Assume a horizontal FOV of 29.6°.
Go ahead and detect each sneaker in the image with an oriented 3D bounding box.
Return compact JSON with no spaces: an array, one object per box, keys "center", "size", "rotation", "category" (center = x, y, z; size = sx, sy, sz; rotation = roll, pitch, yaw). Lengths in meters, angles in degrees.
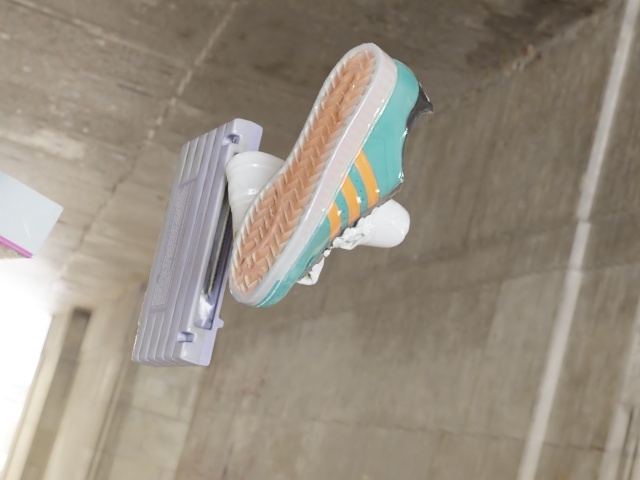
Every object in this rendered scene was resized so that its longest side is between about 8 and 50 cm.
[{"center":[0.000,0.000,1.668],"size":[0.292,0.169,0.108],"rotation":[17,142,-28],"category":"sneaker"},{"center":[0.020,-0.050,1.277],"size":[0.121,0.302,0.108],"rotation":[30,-178,-36],"category":"sneaker"}]

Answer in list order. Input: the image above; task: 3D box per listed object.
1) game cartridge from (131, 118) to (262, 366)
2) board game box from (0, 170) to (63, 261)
[{"center":[-0.183,0.011,1.789],"size":[0.068,0.355,0.230],"rotation":[17,167,-20],"category":"game cartridge"},{"center":[-0.552,-0.058,1.820],"size":[0.224,0.098,0.303],"rotation":[34,161,-27],"category":"board game box"}]
